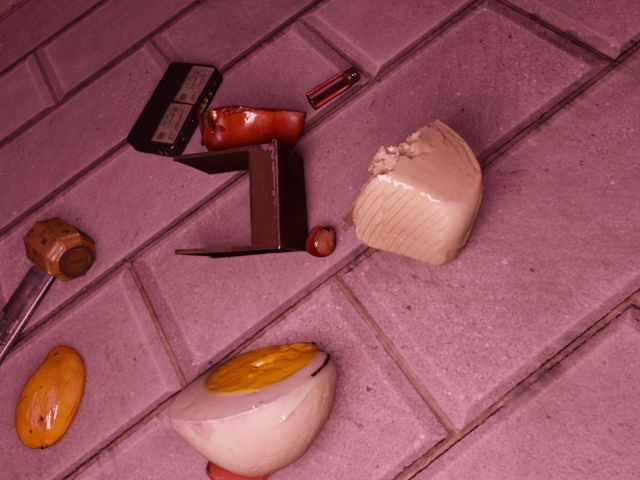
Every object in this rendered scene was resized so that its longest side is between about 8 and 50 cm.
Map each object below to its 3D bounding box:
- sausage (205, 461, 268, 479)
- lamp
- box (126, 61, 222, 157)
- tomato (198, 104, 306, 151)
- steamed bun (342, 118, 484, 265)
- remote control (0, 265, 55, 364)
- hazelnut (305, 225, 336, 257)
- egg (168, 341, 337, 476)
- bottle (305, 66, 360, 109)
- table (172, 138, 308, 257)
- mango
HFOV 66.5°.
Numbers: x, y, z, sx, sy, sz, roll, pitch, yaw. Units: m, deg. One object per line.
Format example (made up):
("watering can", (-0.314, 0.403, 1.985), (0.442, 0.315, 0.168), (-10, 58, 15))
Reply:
("sausage", (-0.171, 0.473, 1.017), (0.141, 0.076, 0.076), (-2, 63, 18))
("lamp", (-0.752, 0.024, 1.412), (0.185, 0.161, 0.161), (25, 74, 32))
("box", (-0.480, -0.439, 1.620), (0.211, 0.058, 0.350), (14, 69, 23))
("tomato", (-0.188, -0.277, 1.350), (0.308, 0.309, 0.170), (7, 103, 23))
("steamed bun", (0.227, -0.119, 1.075), (0.273, 0.290, 0.272), (23, 66, 9))
("remote control", (-0.904, 0.253, 1.408), (0.107, 0.044, 0.378), (14, 68, 29))
("hazelnut", (0.000, 0.000, 1.209), (0.086, 0.086, 0.087), (-8, 61, 15))
("egg", (-0.110, 0.346, 0.957), (0.336, 0.337, 0.201), (-19, 95, 9))
("bottle", (0.039, -0.452, 1.442), (0.164, 0.060, 0.060), (-32, 57, 0))
("table", (-0.195, -0.088, 1.206), (0.281, 0.196, 0.251), (-4, 86, 17))
("mango", (-0.674, 0.381, 1.219), (0.157, 0.109, 0.262), (-16, 57, 15))
